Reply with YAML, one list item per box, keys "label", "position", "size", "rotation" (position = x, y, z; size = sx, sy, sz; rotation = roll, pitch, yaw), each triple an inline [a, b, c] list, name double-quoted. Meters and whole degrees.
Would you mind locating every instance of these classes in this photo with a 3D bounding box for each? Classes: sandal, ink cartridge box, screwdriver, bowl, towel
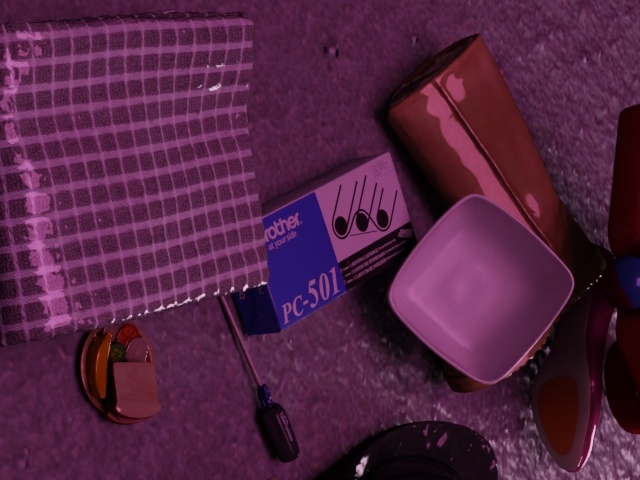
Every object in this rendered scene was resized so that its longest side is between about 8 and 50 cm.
- label: "sandal"
  position: [0.034, 0.268, 1.462]
  size: [0.446, 0.107, 0.167]
  rotation: [-14, 95, -47]
- label: "ink cartridge box"
  position: [0.000, 0.000, 1.507]
  size: [0.207, 0.046, 0.097]
  rotation: [-29, 105, -46]
- label: "screwdriver"
  position: [-0.053, 0.110, 1.452]
  size: [0.025, 0.024, 0.170]
  rotation: [-21, 100, -18]
- label: "bowl"
  position: [0.140, 0.044, 1.566]
  size: [0.142, 0.053, 0.142]
  rotation: [41, 84, -7]
- label: "towel"
  position: [-0.156, -0.055, 1.285]
  size: [0.284, 0.121, 0.235]
  rotation: [-14, 96, -48]

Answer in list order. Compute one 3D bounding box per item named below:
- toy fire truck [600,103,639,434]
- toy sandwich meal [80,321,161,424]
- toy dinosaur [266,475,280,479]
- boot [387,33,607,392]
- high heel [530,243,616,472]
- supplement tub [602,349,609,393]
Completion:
- label: "toy fire truck"
  position: [0.346, 0.046, 1.688]
  size: [0.254, 0.169, 0.302]
  rotation: [44, 47, -39]
- label: "toy sandwich meal"
  position: [-0.152, 0.101, 1.335]
  size: [0.085, 0.029, 0.085]
  rotation: [8, 79, -47]
- label: "toy dinosaur"
  position: [-0.041, 0.231, 1.336]
  size: [0.183, 0.053, 0.092]
  rotation: [44, 62, -18]
- label: "boot"
  position: [0.138, -0.024, 1.642]
  size: [0.236, 0.089, 0.269]
  rotation: [-45, 111, -33]
- label: "high heel"
  position: [0.278, 0.120, 1.779]
  size: [0.117, 0.082, 0.244]
  rotation: [12, 66, -43]
- label: "supplement tub"
  position: [0.366, 0.144, 1.848]
  size: [0.071, 0.107, 0.071]
  rotation: [7, 80, -47]
